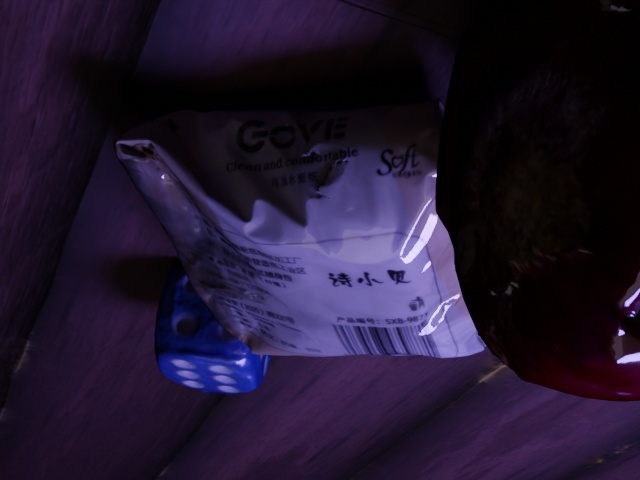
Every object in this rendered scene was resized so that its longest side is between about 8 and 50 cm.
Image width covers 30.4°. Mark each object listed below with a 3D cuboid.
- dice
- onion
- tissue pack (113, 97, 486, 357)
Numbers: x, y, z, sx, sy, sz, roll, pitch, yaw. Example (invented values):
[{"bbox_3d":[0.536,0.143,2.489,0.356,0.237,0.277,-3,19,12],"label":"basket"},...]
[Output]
[{"bbox_3d":[-0.139,0.116,1.569,0.146,0.146,0.143,6,153,8],"label":"dice"},{"bbox_3d":[0.321,-0.058,0.977,0.420,0.398,0.398,2,152,-19],"label":"onion"},{"bbox_3d":[0.000,0.000,1.288,0.375,0.195,0.390,-2,144,16],"label":"tissue pack"}]
